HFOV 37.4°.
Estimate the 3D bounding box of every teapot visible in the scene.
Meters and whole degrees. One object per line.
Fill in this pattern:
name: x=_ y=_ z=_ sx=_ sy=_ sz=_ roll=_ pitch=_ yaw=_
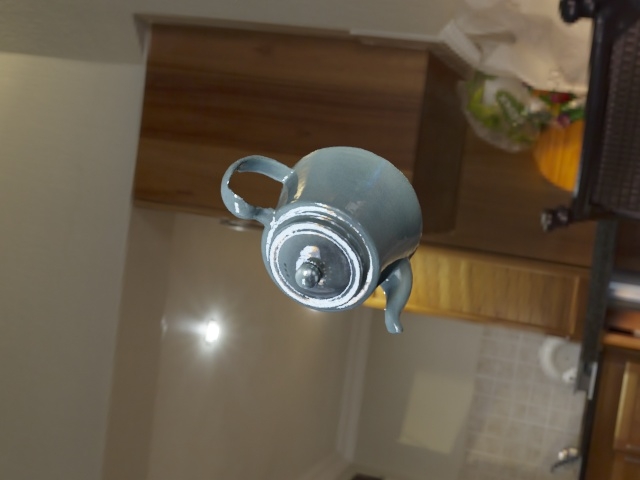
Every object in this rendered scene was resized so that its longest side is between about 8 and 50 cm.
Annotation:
teapot: x=0.000 y=0.000 z=0.971 sx=0.162 sy=0.239 sz=0.149 roll=-47 pitch=5 yaw=37
